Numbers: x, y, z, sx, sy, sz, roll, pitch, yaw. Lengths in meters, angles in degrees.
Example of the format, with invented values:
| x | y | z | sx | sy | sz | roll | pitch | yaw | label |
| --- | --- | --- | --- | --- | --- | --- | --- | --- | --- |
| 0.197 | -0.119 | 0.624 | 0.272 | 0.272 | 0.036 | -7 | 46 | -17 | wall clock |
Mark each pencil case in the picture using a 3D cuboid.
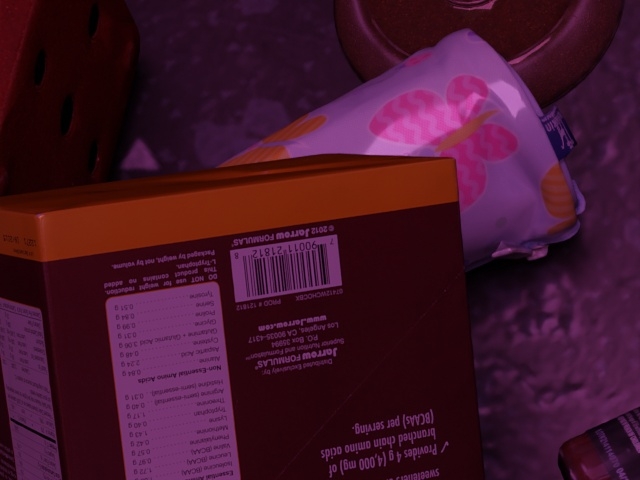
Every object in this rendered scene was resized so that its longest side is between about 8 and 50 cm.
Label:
| x | y | z | sx | sy | sz | roll | pitch | yaw | label |
| --- | --- | --- | --- | --- | --- | --- | --- | --- | --- |
| 0.000 | 0.000 | 0.997 | 0.273 | 0.124 | 0.113 | -28 | 21 | 0 | pencil case |

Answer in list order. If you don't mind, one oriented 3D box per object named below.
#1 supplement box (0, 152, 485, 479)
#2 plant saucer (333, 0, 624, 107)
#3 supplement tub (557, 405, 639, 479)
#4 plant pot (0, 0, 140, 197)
| x | y | z | sx | sy | sz | roll | pitch | yaw | label |
| --- | --- | --- | --- | --- | --- | --- | --- | --- | --- |
| -0.041 | 0.068 | 0.850 | 0.191 | 0.129 | 0.194 | -9 | 97 | -24 | supplement box |
| 0.087 | -0.147 | 1.081 | 0.168 | 0.029 | 0.168 | -4 | 68 | 10 | plant saucer |
| 0.221 | 0.105 | 0.906 | 0.198 | 0.106 | 0.106 | -24 | 65 | 2 | supplement tub |
| -0.242 | -0.080 | 1.011 | 0.236 | 0.267 | 0.267 | 9 | 71 | 11 | plant pot |
